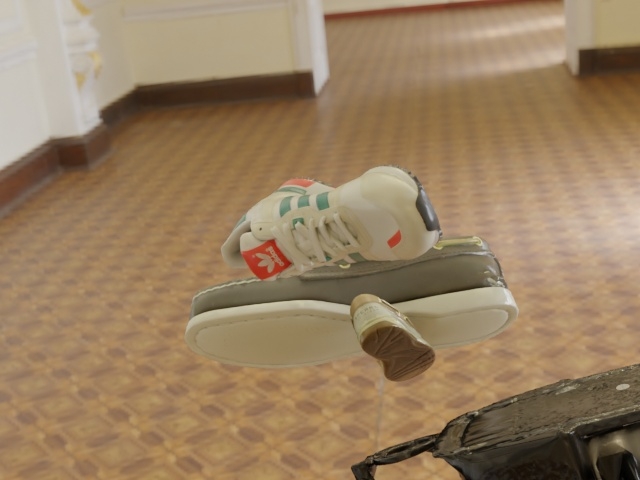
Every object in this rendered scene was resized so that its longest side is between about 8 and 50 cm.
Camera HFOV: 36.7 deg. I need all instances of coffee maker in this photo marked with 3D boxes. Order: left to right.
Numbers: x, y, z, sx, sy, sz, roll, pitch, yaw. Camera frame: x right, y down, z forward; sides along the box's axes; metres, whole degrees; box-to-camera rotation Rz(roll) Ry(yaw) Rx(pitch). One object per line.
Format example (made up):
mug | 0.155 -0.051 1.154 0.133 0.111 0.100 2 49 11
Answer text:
coffee maker | 0.135 0.170 0.501 0.171 0.178 0.120 -19 0 39

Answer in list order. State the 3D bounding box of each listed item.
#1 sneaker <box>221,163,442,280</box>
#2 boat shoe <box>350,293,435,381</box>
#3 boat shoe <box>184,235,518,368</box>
sneaker | 0.000 0.000 0.549 0.075 0.057 0.161 -37 20 -26
boat shoe | 0.061 0.081 0.817 0.050 0.135 0.045 -28 59 5
boat shoe | 0.026 0.051 0.884 0.305 0.109 0.091 -4 59 -13
